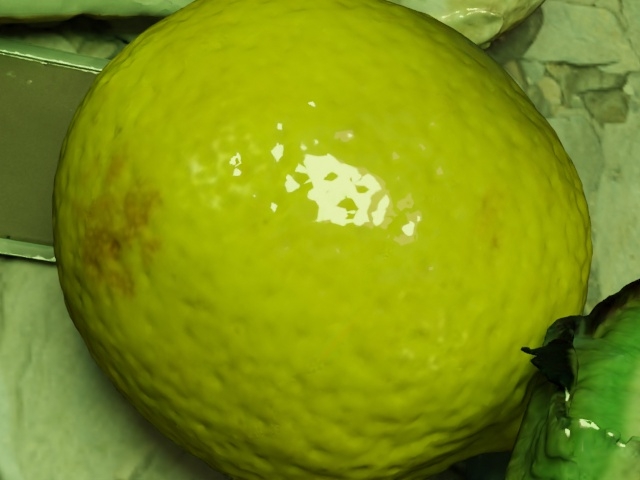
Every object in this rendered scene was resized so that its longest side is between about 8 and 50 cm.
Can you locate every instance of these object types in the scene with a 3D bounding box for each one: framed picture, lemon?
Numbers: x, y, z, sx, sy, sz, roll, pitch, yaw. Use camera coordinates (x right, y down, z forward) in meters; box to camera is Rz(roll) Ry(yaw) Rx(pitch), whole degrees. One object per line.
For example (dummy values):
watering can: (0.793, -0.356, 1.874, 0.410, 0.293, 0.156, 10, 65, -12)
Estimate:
framed picture: (-0.182, -0.055, 0.676, 0.183, 0.011, 0.142, 9, 64, -12)
lemon: (-0.001, 0.000, 0.572, 0.267, 0.267, 0.267, 6, 65, -13)

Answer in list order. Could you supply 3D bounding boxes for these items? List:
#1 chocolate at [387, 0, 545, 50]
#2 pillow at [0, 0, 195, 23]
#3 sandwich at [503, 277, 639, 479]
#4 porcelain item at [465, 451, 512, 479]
chocolate: (0.123, -0.254, 0.784, 0.134, 0.134, 0.309, 26, 64, -4)
pillow: (-0.203, -0.260, 0.698, 0.312, 0.119, 0.310, -6, 70, -15)
sandwich: (0.240, 0.109, 0.460, 0.301, 0.162, 0.250, 6, 18, 27)
porcelain item: (0.109, 0.207, 0.579, 0.141, 0.141, 0.259, 14, 56, -10)
